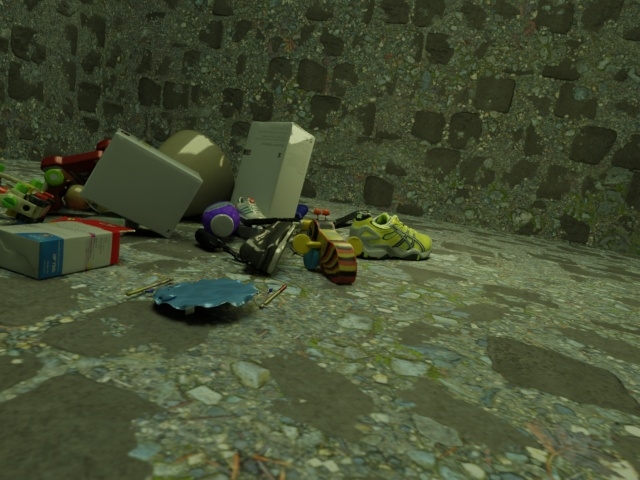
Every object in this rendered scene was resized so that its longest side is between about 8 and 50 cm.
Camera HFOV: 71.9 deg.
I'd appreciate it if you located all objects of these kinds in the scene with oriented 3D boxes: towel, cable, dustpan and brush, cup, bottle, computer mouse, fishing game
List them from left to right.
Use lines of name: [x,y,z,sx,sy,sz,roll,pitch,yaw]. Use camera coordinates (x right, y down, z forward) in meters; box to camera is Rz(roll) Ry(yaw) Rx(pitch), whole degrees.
cup: [-0.522,-0.211,1.636,0.332,0.330,0.237,13,38,25]
fishing game: [-0.203,0.102,0.794,0.265,0.041,0.189,2,8,11]
computer mouse: [-0.273,0.022,1.201,0.242,0.041,0.071,25,-6,45]
bottle: [-0.317,-0.066,1.407,0.118,0.092,0.283,-21,14,-9]
dustpan and brush: [-0.211,-0.033,1.462,0.148,0.060,0.211,6,10,-14]
towel: [-0.177,-0.111,1.922,0.228,0.076,0.308,2,10,3]
cable: [0.030,-0.037,1.502,0.288,0.139,0.072,-5,54,-13]

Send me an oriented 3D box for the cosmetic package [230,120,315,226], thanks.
cosmetic package: [-0.186,-0.237,1.657,0.218,0.384,0.156,11,-5,36]

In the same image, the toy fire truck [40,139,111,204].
toy fire truck: [-0.796,-0.214,1.581,0.254,0.169,0.302,-9,-25,0]

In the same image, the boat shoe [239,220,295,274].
boat shoe: [-0.137,-0.002,1.185,0.096,0.112,0.335,26,12,-4]

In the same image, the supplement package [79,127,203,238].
supplement package: [-0.513,-0.166,1.281,0.262,0.203,0.145,30,6,-28]

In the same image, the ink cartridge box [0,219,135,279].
ink cartridge box: [-0.522,0.010,0.921,0.134,0.077,0.231,13,11,21]

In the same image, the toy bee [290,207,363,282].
toy bee: [0.000,0.000,1.182,0.299,0.162,0.195,17,15,41]

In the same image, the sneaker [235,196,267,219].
sneaker: [-0.242,-0.108,1.537,0.161,0.075,0.057,22,9,39]

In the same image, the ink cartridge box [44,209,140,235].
ink cartridge box: [-0.667,-0.065,1.294,0.225,0.056,0.181,9,10,-8]

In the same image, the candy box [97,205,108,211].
candy box: [-0.640,-0.102,1.484,0.187,0.053,0.109,15,2,24]

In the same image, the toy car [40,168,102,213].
toy car: [-0.789,-0.124,1.402,0.189,0.148,0.155,31,-12,-22]

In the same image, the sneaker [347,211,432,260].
sneaker: [0.262,-0.016,1.524,0.385,0.146,0.145,1,11,-41]

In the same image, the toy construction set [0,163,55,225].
toy construction set: [-0.833,-0.115,1.152,0.215,0.151,0.327,31,9,-23]

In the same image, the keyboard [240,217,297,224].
keyboard: [-0.157,-0.062,1.441,0.180,0.023,0.108,-5,1,-44]
